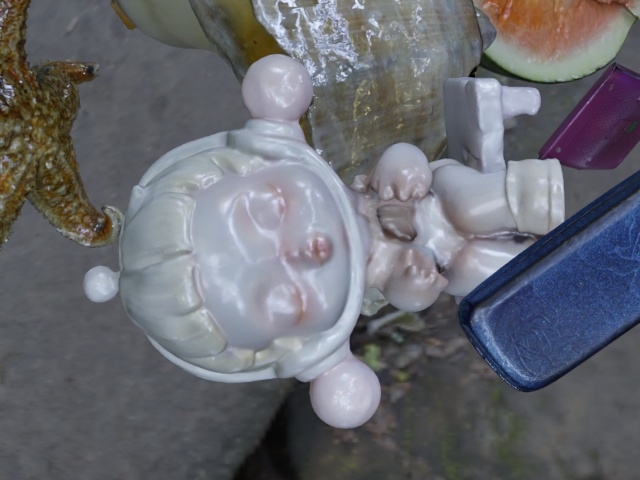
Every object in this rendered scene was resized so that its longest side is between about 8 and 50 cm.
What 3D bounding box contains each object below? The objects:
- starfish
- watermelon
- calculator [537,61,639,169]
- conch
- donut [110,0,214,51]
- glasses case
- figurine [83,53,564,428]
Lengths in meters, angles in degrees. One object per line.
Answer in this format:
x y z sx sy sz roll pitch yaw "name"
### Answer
-0.279 -0.124 1.430 0.312 0.113 0.303 -32 123 -61 "starfish"
0.162 -0.192 1.237 0.303 0.159 0.128 7 63 -41 "watermelon"
0.311 -0.125 1.599 0.034 0.127 0.190 47 23 25 "calculator"
0.019 -0.124 1.006 0.186 0.263 0.324 -29 82 12 "conch"
-0.033 -0.325 1.296 0.142 0.383 0.382 31 67 24 "donut"
0.075 0.007 0.403 0.083 0.023 0.033 -34 108 -6 "glasses case"
-0.002 -0.007 0.810 0.256 0.144 0.182 -7 118 -7 "figurine"
